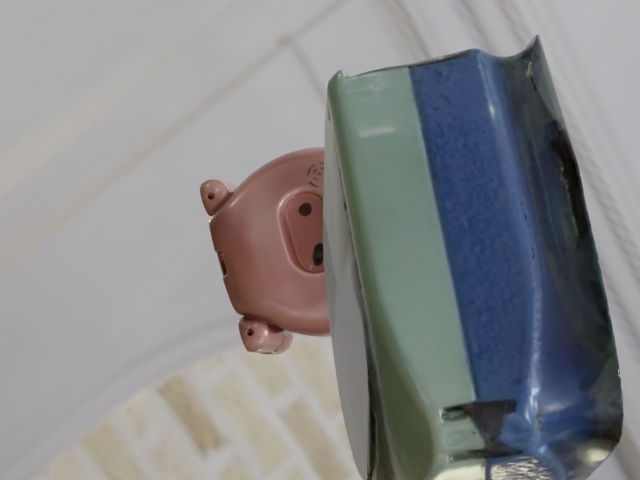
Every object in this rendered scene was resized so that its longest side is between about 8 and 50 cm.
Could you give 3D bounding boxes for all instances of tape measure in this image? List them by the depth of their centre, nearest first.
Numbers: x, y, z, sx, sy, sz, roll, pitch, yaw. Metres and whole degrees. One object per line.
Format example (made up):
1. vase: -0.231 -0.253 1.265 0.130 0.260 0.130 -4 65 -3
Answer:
1. tape measure: 0.082 0.041 1.045 0.262 0.138 0.259 96 -12 -65

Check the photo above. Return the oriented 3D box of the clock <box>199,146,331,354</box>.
1. clock: 0.000 0.000 1.918 0.142 0.241 0.227 25 48 -76
